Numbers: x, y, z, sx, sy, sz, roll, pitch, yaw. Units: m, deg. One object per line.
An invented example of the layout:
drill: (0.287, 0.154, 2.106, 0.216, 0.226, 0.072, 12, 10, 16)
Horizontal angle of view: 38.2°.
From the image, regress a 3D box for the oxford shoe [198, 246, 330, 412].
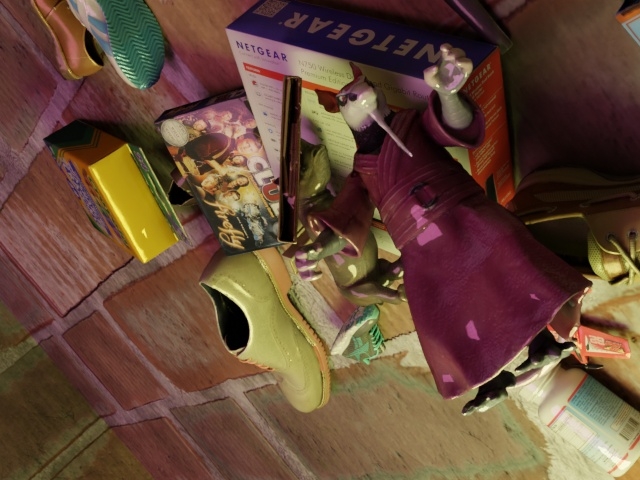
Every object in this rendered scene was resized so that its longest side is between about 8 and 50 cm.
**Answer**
oxford shoe: (-0.103, 0.169, 1.603, 0.140, 0.146, 0.397, 7, 132, 44)

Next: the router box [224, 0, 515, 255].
router box: (0.067, -0.119, 1.114, 0.335, 0.082, 0.301, 23, 146, 34)

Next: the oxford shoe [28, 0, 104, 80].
oxford shoe: (-0.403, -0.362, 1.466, 0.076, 0.076, 0.212, -10, 120, 20)

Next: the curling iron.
curling iron: (0.097, -0.293, 0.953, 0.274, 0.035, 0.068, 41, 170, 1)

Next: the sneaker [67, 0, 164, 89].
sneaker: (-0.308, -0.328, 1.364, 0.092, 0.087, 0.229, -5, 115, 61)

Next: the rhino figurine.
rhino figurine: (0.022, -0.022, 1.122, 0.106, 0.073, 0.243, -22, 103, 46)

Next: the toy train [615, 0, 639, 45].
toy train: (0.309, -0.225, 0.731, 0.105, 0.080, 0.184, 44, 148, -13)

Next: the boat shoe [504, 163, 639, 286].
boat shoe: (0.315, -0.002, 0.928, 0.324, 0.120, 0.123, 2, 127, 50)

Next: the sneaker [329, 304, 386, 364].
sneaker: (0.074, 0.149, 1.466, 0.076, 0.065, 0.166, 28, 151, -1)

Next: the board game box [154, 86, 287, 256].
board game box: (-0.117, -0.097, 1.363, 0.165, 0.042, 0.243, -12, 119, 28)

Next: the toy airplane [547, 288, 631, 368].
toy airplane: (0.309, 0.100, 1.139, 0.151, 0.028, 0.151, 30, 144, 25)

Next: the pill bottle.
pill bottle: (0.338, 0.220, 1.183, 0.160, 0.087, 0.087, 38, 148, 15)

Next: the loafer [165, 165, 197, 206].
loafer: (-0.191, -0.106, 1.466, 0.080, 0.078, 0.220, 44, 149, 4)

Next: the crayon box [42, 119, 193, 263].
crayon box: (-0.363, -0.087, 1.626, 0.323, 0.083, 0.203, 24, 144, 54)

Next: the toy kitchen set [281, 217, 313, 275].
toy kitchen set: (0.000, 0.000, 1.185, 0.075, 0.083, 0.068, 19, 144, 38)

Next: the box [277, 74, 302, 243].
box: (-0.032, -0.079, 0.989, 0.201, 0.021, 0.165, -145, 56, -88)

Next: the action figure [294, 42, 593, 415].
action figure: (0.128, -0.032, 0.920, 0.248, 0.275, 0.370, -38, 71, 25)
